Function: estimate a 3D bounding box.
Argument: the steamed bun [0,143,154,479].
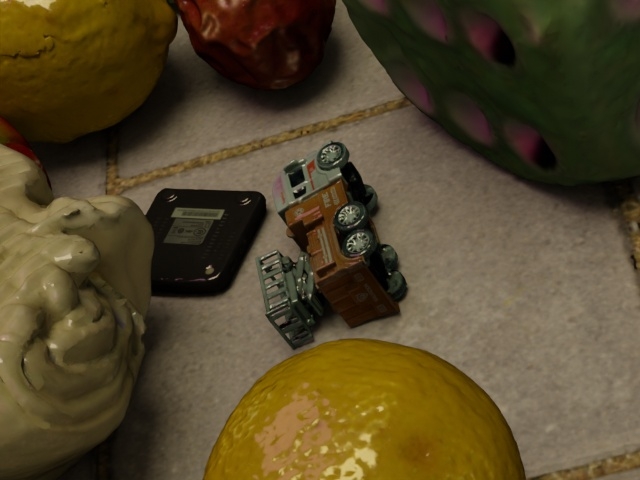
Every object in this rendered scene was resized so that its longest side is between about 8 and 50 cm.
[{"bbox_3d":[-0.305,0.085,1.277,0.352,0.247,0.339,9,35,15],"label":"steamed bun"}]

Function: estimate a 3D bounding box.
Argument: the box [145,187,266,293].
[{"bbox_3d":[-0.126,-0.001,1.441,0.126,0.027,0.125,3,49,27],"label":"box"}]

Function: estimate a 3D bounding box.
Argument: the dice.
[{"bbox_3d":[0.218,-0.264,1.336,0.330,0.318,0.322,-40,44,-17],"label":"dice"}]

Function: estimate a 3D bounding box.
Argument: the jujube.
[{"bbox_3d":[-0.078,-0.265,1.576,0.174,0.174,0.250,-28,50,-5],"label":"jujube"}]

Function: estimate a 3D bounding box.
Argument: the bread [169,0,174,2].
[{"bbox_3d":[-0.102,-0.383,1.804,0.301,0.045,0.301,-11,43,10],"label":"bread"}]

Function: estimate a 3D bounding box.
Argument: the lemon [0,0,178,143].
[{"bbox_3d":[-0.296,-0.230,1.587,0.284,0.260,0.260,12,53,34],"label":"lemon"}]

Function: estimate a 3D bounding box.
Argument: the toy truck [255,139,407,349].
[{"bbox_3d":[0.000,0.001,1.348,0.115,0.080,0.177,-26,43,12],"label":"toy truck"}]

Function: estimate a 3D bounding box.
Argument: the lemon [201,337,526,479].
[{"bbox_3d":[0.028,0.196,1.028,0.228,0.228,0.253,-3,50,21],"label":"lemon"}]

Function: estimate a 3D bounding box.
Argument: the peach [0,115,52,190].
[{"bbox_3d":[-0.382,-0.026,1.507,0.190,0.226,0.196,43,33,14],"label":"peach"}]
